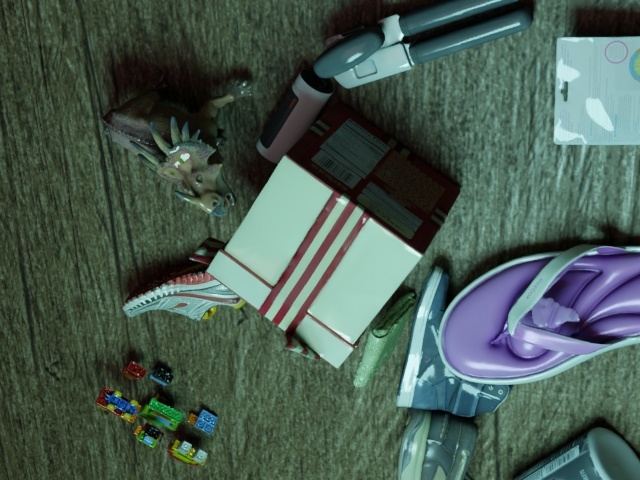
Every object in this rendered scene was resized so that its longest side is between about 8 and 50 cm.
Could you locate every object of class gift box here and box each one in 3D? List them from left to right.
[{"bbox_3d":[0.000,0.000,1.444,0.255,0.276,0.258,38,124,6],"label":"gift box"}]

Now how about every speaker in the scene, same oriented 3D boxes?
[{"bbox_3d":[-0.036,-0.174,1.494,0.055,0.055,0.136,36,123,1],"label":"speaker"}]

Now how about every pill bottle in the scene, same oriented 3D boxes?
[{"bbox_3d":[0.354,0.390,1.578,0.130,0.130,0.246,44,123,-4],"label":"pill bottle"}]

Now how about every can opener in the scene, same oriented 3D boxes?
[{"bbox_3d":[0.126,-0.258,1.364,0.283,0.095,0.076,-14,110,27],"label":"can opener"}]

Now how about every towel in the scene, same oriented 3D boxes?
[{"bbox_3d":[0.092,0.143,1.546,0.027,0.148,0.110,27,122,13],"label":"towel"}]

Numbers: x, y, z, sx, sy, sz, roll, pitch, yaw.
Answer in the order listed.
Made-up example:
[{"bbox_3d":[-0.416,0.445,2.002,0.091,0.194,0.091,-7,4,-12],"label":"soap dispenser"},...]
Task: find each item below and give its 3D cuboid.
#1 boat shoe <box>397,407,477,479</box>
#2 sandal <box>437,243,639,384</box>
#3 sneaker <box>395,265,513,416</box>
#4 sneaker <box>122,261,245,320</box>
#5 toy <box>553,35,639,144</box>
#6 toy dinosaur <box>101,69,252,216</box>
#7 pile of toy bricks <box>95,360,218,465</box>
[{"bbox_3d":[0.184,0.417,1.657,0.130,0.132,0.355,6,124,10],"label":"boat shoe"},{"bbox_3d":[0.347,0.079,1.404,0.416,0.102,0.169,-17,75,16],"label":"sandal"},{"bbox_3d":[0.208,0.152,1.548,0.163,0.086,0.226,11,111,7],"label":"sneaker"},{"bbox_3d":[-0.216,0.092,1.678,0.225,0.088,0.092,-14,110,27],"label":"sneaker"},{"bbox_3d":[0.412,-0.189,1.312,0.237,0.056,0.137,3,112,15],"label":"toy"},{"bbox_3d":[-0.225,-0.147,1.484,0.296,0.200,0.127,15,123,26],"label":"toy dinosaur"},{"bbox_3d":[-0.281,0.295,1.809,0.212,0.118,0.105,33,152,-16],"label":"pile of toy bricks"}]
